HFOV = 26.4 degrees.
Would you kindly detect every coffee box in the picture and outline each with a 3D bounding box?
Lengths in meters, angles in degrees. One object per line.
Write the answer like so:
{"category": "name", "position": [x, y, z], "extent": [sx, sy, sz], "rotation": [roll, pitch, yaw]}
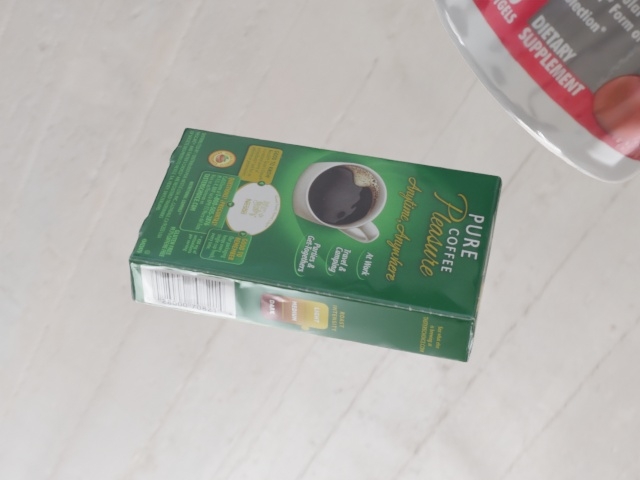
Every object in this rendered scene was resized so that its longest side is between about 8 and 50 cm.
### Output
{"category": "coffee box", "position": [0.000, 0.000, 0.736], "extent": [0.184, 0.113, 0.040], "rotation": [9, 135, 7]}

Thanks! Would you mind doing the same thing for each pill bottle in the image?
{"category": "pill bottle", "position": [0.227, -0.193, 0.747], "extent": [0.176, 0.176, 0.318], "rotation": [45, 116, -5]}
